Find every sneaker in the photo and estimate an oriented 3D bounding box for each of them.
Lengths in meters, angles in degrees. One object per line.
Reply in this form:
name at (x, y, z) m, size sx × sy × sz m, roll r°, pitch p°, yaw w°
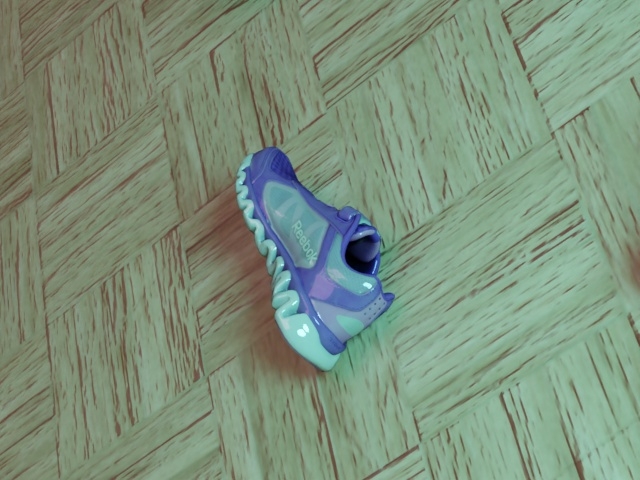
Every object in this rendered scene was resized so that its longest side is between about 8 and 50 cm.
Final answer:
sneaker at (0.000, 0.000, 1.376) m, size 0.104 × 0.095 × 0.236 m, roll -34°, pitch 49°, yaw 15°
